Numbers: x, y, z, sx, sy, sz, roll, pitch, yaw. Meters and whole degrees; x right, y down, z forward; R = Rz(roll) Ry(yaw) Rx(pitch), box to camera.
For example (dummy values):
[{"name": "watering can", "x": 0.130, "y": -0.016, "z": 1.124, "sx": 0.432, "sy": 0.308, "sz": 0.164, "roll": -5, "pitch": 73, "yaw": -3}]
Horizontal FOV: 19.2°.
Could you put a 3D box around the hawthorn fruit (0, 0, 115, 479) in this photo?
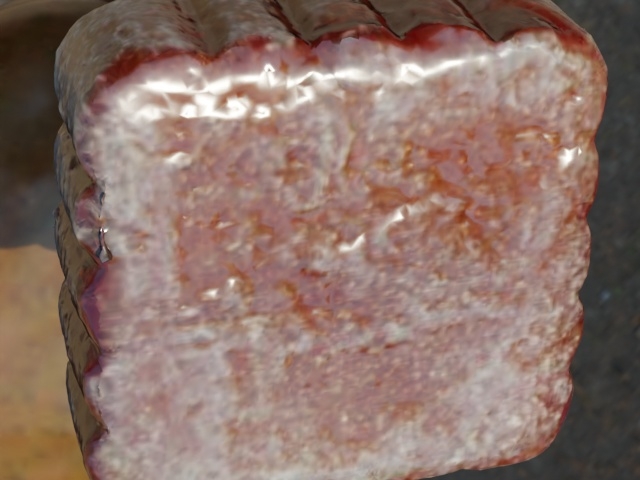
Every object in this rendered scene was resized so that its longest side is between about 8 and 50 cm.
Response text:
[{"name": "hawthorn fruit", "x": -0.112, "y": 0.029, "z": 0.735, "sx": 0.208, "sy": 0.208, "sz": 0.248, "roll": 42, "pitch": 100, "yaw": 9}]

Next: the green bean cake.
[{"name": "green bean cake", "x": 0.000, "y": 0.000, "z": 0.486, "sx": 0.056, "sy": 0.135, "sz": 0.135, "roll": -122, "pitch": 30, "yaw": -56}]
